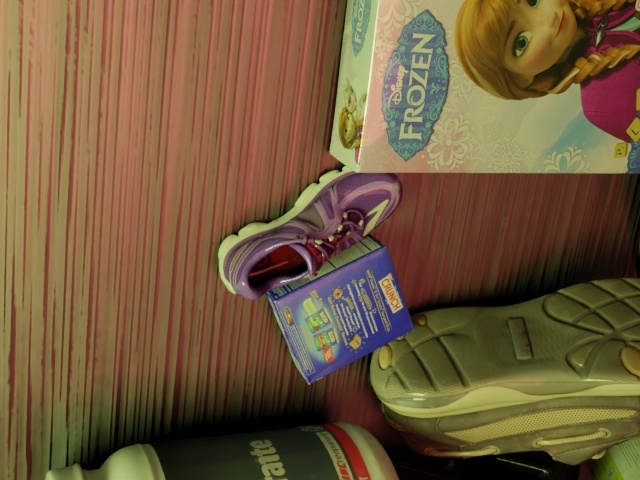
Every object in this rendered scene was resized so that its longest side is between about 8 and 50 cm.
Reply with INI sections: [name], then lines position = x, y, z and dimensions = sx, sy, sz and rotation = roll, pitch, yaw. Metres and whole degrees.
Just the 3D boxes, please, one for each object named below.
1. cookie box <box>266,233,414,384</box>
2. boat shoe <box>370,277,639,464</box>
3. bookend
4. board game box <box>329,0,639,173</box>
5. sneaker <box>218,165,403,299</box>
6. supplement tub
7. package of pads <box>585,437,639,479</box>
[cookie box]
position = 0.017, 0.059, 0.802
dimensions = 0.107, 0.040, 0.092
rotation = -25, 117, -10
[boat shoe]
position = 0.226, 0.125, 0.836
dimensions = 0.355, 0.132, 0.130
rotation = -4, 130, 9
[bookend]
position = 0.162, 0.222, 0.894
dimensions = 0.157, 0.156, 0.072
rotation = -37, 132, -57
[board game box]
position = 0.179, -0.212, 0.745
dimensions = 0.318, 0.066, 0.319
rotation = -2, 111, -21
[sneaker]
position = 0.000, 0.000, 0.755
dimensions = 0.170, 0.071, 0.068
rotation = -33, 118, -7
[supplement tub]
position = -0.078, 0.256, 0.756
dimensions = 0.272, 0.191, 0.191
rotation = -2, 111, -21
[package of pads]
position = 0.410, 0.288, 0.890
dimensions = 0.296, 0.229, 0.101
rotation = 33, 101, 1
